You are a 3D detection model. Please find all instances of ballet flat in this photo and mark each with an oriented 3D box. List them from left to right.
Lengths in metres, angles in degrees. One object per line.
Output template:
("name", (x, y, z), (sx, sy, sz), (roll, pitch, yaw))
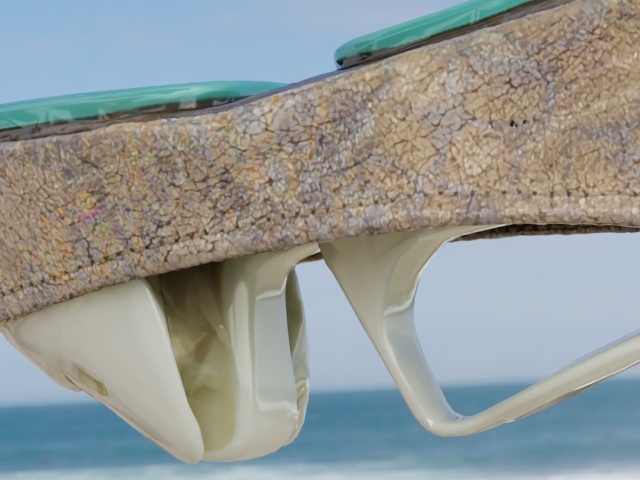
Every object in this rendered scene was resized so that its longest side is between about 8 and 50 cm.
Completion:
("ballet flat", (0.000, 0.000, 0.447), (0.316, 0.106, 0.107), (-11, -2, 28))
